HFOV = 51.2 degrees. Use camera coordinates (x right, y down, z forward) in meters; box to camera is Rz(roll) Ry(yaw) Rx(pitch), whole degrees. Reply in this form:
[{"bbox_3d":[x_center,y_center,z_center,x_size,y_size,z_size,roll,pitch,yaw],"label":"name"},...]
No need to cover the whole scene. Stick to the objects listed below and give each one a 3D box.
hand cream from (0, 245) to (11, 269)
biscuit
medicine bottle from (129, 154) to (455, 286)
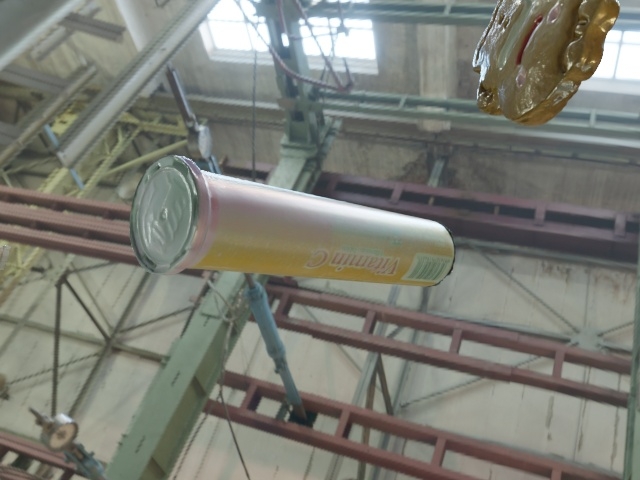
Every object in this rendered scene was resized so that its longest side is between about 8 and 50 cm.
[{"bbox_3d":[-0.491,0.023,0.799,0.216,0.038,0.052,1,180,-33],"label":"hand cream"},{"bbox_3d":[0.210,-0.201,0.668,0.035,0.184,0.249,15,-149,-12],"label":"biscuit"},{"bbox_3d":[0.000,0.000,0.750,0.108,0.426,0.108,-7,-101,41],"label":"medicine bottle"}]
